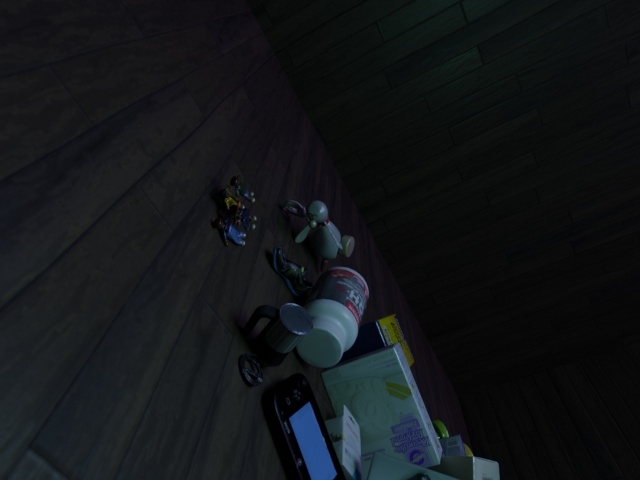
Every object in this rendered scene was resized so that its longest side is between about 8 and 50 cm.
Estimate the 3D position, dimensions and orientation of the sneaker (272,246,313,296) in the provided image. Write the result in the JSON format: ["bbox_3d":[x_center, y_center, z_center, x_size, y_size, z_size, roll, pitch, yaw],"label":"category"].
[{"bbox_3d":[-0.083,0.085,1.348,0.188,0.078,0.067,57,17,-28],"label":"sneaker"}]

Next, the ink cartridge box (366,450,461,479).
[{"bbox_3d":[0.225,0.652,1.039,0.060,0.274,0.239,69,36,-58],"label":"ink cartridge box"}]

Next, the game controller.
[{"bbox_3d":[-0.026,0.465,1.012,0.320,0.067,0.166,68,15,7],"label":"game controller"}]

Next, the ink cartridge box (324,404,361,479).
[{"bbox_3d":[0.057,0.539,1.185,0.104,0.061,0.181,59,18,-24],"label":"ink cartridge box"}]

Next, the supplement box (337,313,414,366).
[{"bbox_3d":[0.177,0.384,1.557,0.196,0.194,0.356,69,16,12],"label":"supplement box"}]

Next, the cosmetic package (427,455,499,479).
[{"bbox_3d":[0.347,0.703,1.287,0.113,0.309,0.160,25,55,-27],"label":"cosmetic package"}]

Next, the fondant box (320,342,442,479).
[{"bbox_3d":[0.173,0.493,1.305,0.331,0.238,0.096,68,15,9],"label":"fondant box"}]

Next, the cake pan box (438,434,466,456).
[{"bbox_3d":[0.381,0.790,1.557,0.267,0.245,0.070,-45,114,-75],"label":"cake pan box"}]

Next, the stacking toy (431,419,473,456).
[{"bbox_3d":[0.451,0.888,1.793,0.279,0.130,0.309,-134,-134,-61],"label":"stacking toy"}]

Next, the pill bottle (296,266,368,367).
[{"bbox_3d":[0.033,0.220,1.326,0.177,0.176,0.319,62,24,-15],"label":"pill bottle"}]

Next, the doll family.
[{"bbox_3d":[-0.219,-0.076,1.146,0.111,0.075,0.193,49,25,-58],"label":"doll family"}]

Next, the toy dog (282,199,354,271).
[{"bbox_3d":[0.000,0.000,1.610,0.333,0.220,0.161,39,62,-45],"label":"toy dog"}]

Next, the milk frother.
[{"bbox_3d":[-0.100,0.226,0.981,0.129,0.135,0.143,19,37,-26],"label":"milk frother"}]
